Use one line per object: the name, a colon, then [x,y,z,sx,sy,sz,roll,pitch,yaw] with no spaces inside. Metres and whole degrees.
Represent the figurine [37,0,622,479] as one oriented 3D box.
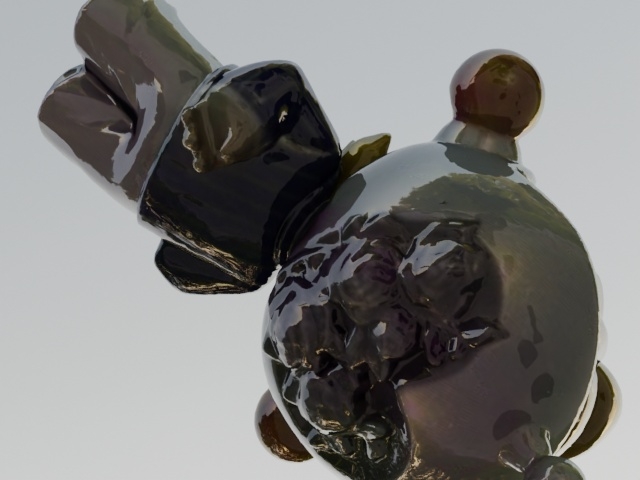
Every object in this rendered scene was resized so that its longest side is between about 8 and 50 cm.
figurine: [0.003,-0.010,0.438,0.194,0.133,0.274,-36,-98,25]
